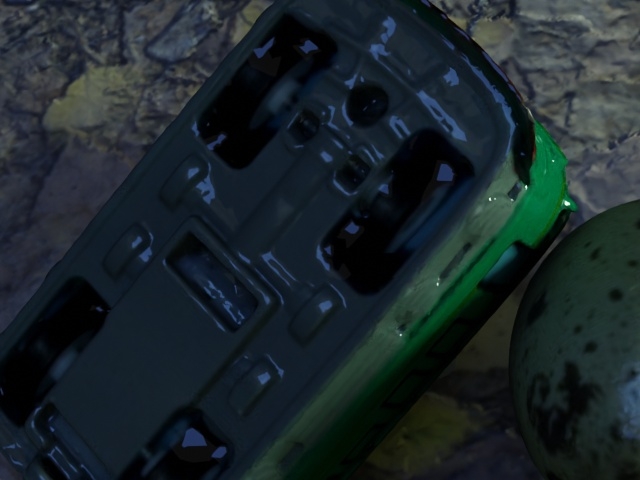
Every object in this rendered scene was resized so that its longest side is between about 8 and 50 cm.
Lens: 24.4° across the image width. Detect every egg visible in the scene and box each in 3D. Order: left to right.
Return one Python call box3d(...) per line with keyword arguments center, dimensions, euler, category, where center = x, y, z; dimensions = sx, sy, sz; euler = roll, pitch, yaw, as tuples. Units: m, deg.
box3d(center=(0.187, 0.070, 0.802), dimensions=(0.177, 0.177, 0.228), euler=(11, 24, 20), category="egg")

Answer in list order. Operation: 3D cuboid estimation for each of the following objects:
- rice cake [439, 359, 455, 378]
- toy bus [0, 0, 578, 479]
box3d(center=(0.000, 0.000, 0.992), dimensions=(0.198, 0.037, 0.189), euler=(0, 60, 14), category="rice cake")
box3d(center=(-0.013, 0.029, 0.833), dimensions=(0.343, 0.199, 0.183), euler=(-49, 65, 10), category="toy bus")
